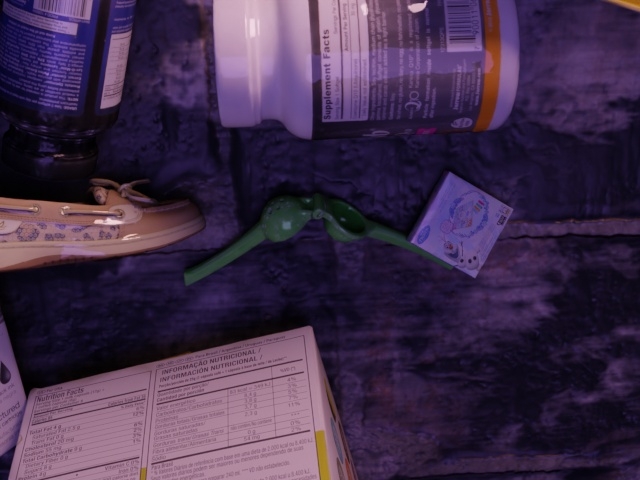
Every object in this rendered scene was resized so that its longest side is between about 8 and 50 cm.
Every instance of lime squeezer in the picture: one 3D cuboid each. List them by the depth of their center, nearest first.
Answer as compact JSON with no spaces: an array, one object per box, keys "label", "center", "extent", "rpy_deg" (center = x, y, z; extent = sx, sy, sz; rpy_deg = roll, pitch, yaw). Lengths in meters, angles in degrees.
[{"label":"lime squeezer","center":[0.000,0.000,1.063],"extent":[0.311,0.059,0.109],"rpy_deg":[-3,114,-3]}]

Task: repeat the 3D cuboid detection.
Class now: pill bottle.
[{"label":"pill bottle","center":[0.040,-0.180,0.929],"extent":[0.279,0.162,0.162],"rpy_deg":[-3,114,-2]},{"label":"pill bottle","center":[-0.250,-0.175,0.930],"extent":[0.123,0.123,0.219],"rpy_deg":[11,112,-9]}]

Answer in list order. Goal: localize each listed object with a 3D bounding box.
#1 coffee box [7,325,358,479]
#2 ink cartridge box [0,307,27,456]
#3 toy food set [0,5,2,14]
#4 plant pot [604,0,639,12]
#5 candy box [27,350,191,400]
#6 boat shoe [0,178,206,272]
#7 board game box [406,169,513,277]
[{"label":"coffee box","center":[-0.119,0.348,1.038],"extent":[0.338,0.334,0.337],"rpy_deg":[-14,124,3]},{"label":"ink cartridge box","center":[-0.435,0.127,1.000],"extent":[0.114,0.197,0.272],"rpy_deg":[8,118,31]},{"label":"toy food set","center":[-0.363,-0.237,0.951],"extent":[0.083,0.020,0.083],"rpy_deg":[-19,114,4]},{"label":"plant pot","center":[0.224,-0.344,0.854],"extent":[0.212,0.187,0.212],"rpy_deg":[14,112,-9]},{"label":"candy box","center":[-0.237,0.207,1.154],"extent":[0.206,0.027,0.105],"rpy_deg":[-16,118,3]},{"label":"boat shoe","center":[-0.253,-0.023,0.979],"extent":[0.285,0.105,0.089],"rpy_deg":[-9,94,-31]},{"label":"board game box","center":[0.156,-0.018,1.072],"extent":[0.090,0.020,0.090],"rpy_deg":[29,91,-17]}]
